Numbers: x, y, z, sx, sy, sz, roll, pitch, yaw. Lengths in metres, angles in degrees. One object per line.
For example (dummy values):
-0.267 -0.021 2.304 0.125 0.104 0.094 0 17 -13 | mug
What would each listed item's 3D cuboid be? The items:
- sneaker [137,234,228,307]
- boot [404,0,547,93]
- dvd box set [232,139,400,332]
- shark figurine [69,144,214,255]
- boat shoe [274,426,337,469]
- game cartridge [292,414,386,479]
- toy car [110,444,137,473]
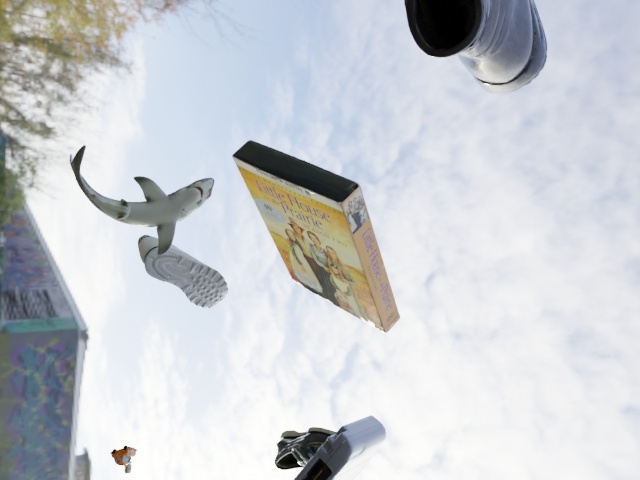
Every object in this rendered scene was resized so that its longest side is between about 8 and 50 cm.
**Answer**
-0.289 0.063 1.322 0.090 0.235 0.095 -48 -138 -4 | sneaker
0.127 -0.319 0.604 0.118 0.223 0.338 -25 -105 29 | boot
0.000 0.000 1.309 0.308 0.062 0.420 27 -28 35 | dvd box set
-0.357 -0.070 1.181 0.116 0.278 0.166 -176 -81 -81 | shark figurine
-0.020 0.433 1.269 0.254 0.095 0.079 -24 -144 50 | boat shoe
-0.007 0.434 1.071 0.062 0.198 0.297 42 -79 28 | game cartridge
-0.444 0.516 1.439 0.122 0.060 0.040 78 2 -53 | toy car
